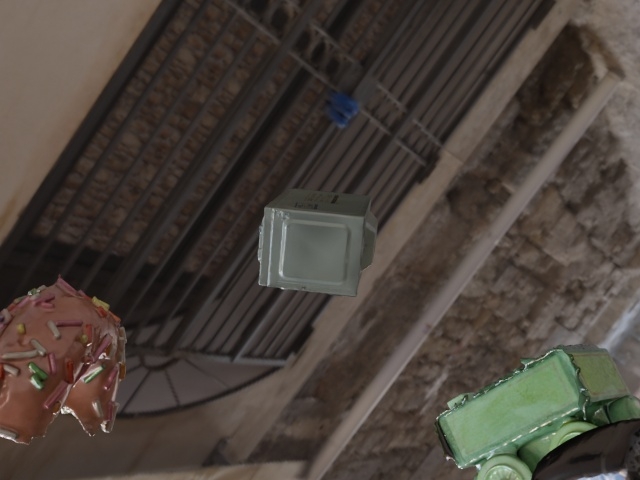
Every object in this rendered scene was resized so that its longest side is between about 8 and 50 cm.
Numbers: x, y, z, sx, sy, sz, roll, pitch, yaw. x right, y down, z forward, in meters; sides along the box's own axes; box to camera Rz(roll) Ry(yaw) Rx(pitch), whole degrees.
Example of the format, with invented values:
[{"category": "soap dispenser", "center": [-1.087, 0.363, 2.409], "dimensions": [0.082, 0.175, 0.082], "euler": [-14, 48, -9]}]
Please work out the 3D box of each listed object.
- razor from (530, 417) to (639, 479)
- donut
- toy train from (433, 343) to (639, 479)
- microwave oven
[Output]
[{"category": "razor", "center": [0.289, 0.238, 0.839], "dimensions": [0.054, 0.148, 0.090], "euler": [51, -131, 2]}, {"category": "donut", "center": [-0.185, 0.085, 0.566], "dimensions": [0.065, 0.116, 0.166], "euler": [13, 179, 5]}, {"category": "toy train", "center": [0.297, 0.255, 1.034], "dimensions": [0.159, 0.272, 0.188], "euler": [6, -127, -46]}, {"category": "microwave oven", "center": [0.000, 0.000, 1.178], "dimensions": [0.162, 0.122, 0.208], "euler": [7, -168, 5]}]
